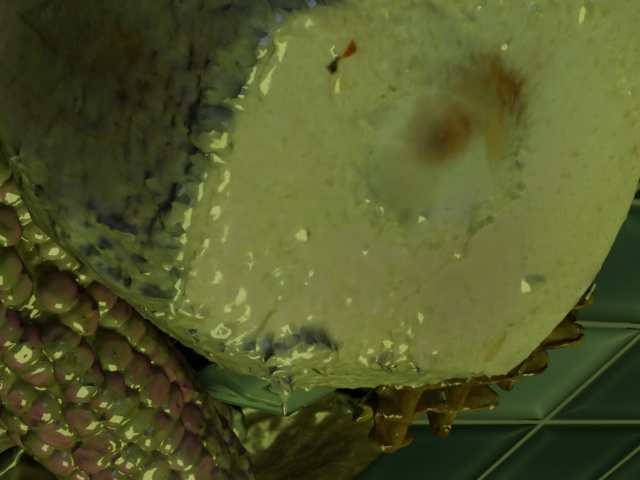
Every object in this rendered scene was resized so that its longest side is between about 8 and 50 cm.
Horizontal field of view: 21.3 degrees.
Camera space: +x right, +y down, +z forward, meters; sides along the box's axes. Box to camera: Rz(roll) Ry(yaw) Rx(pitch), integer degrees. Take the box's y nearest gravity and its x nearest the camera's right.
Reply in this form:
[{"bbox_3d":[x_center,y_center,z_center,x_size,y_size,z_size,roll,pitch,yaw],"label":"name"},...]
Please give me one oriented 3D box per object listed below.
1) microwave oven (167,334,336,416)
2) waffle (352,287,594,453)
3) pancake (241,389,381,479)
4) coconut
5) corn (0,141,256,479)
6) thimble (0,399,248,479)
[{"bbox_3d":[0.000,0.000,1.063,0.208,0.162,0.122,-33,146,30],"label":"microwave oven"},{"bbox_3d":[0.070,0.053,1.281,0.260,0.069,0.293,-34,144,20],"label":"waffle"},{"bbox_3d":[-0.046,0.183,1.444,0.222,0.042,0.236,-25,151,3],"label":"pancake"},{"bbox_3d":[-0.007,-0.081,0.801,0.297,0.254,0.297,-18,125,-28],"label":"coconut"},{"bbox_3d":[-0.152,0.056,0.969,0.126,0.127,0.335,-31,110,20],"label":"corn"},{"bbox_3d":[-0.181,0.103,1.146,0.229,0.148,0.196,-26,147,8],"label":"thimble"}]
